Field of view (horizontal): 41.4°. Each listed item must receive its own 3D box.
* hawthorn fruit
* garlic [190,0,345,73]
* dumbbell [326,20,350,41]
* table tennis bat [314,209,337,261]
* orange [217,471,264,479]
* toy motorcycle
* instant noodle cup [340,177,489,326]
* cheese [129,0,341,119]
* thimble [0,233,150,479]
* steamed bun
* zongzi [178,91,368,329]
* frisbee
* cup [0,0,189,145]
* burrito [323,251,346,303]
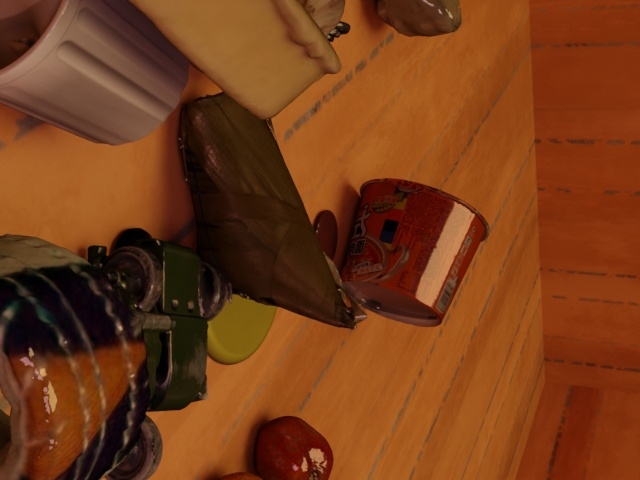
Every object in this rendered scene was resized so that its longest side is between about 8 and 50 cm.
[{"bbox_3d":[-0.041,0.326,1.272,0.128,0.128,0.128,4,90,-65],"label":"hawthorn fruit"},{"bbox_3d":[-0.089,-0.331,1.026,0.245,0.245,0.253,57,7,-52],"label":"garlic"},{"bbox_3d":[0.015,-0.388,1.305,0.110,0.110,0.254,-7,106,-65],"label":"dumbbell"},{"bbox_3d":[0.000,0.000,1.423,0.155,0.019,0.098,-17,110,-66],"label":"table tennis bat"},{"bbox_3d":[-0.105,0.382,1.140,0.136,0.118,0.135,-17,111,-56],"label":"orange"},{"bbox_3d":[-0.191,0.117,0.921,0.205,0.127,0.275,21,68,-65],"label":"toy motorcycle"},{"bbox_3d":[0.156,0.029,1.517,0.250,0.251,0.192,50,57,-56],"label":"instant noodle cup"},{"bbox_3d":[-0.118,-0.256,0.725,0.384,0.104,0.384,52,8,-10],"label":"cheese"},{"bbox_3d":[-0.261,0.106,0.658,0.150,0.238,0.237,-26,118,-67],"label":"thimble"},{"bbox_3d":[0.164,-0.466,1.564,0.218,0.144,0.211,48,35,-17],"label":"steamed bun"},{"bbox_3d":[-0.057,-0.046,0.977,0.123,0.289,0.260,-14,104,-31],"label":"zongzi"},{"bbox_3d":[-0.111,0.058,1.194,0.236,0.017,0.235,4,90,-64],"label":"frisbee"},{"bbox_3d":[-0.220,-0.207,0.748,0.202,0.167,0.221,30,70,-66],"label":"cup"},{"bbox_3d":[-0.004,0.059,1.356,0.226,0.061,0.086,54,35,-60],"label":"burrito"}]
